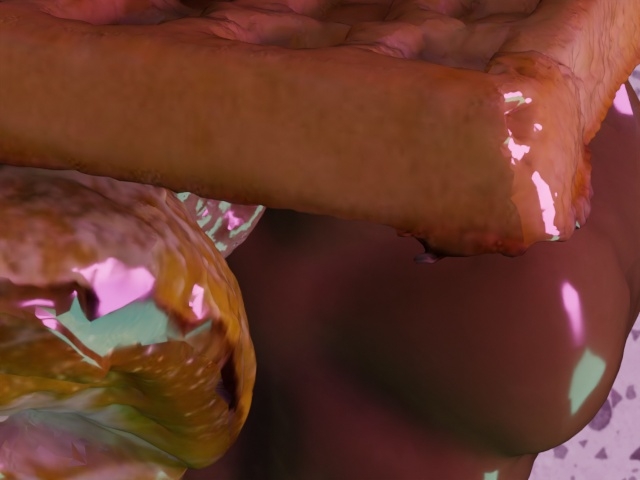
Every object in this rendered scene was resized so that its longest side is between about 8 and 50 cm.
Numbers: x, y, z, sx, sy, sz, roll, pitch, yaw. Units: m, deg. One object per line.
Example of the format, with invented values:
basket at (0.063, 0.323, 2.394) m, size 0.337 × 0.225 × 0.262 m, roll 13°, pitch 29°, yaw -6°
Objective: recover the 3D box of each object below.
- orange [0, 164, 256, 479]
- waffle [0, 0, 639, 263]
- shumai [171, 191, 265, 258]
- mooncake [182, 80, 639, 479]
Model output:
orange at (-0.186, 0.066, 0.880) m, size 0.369 × 0.271 × 0.210 m, roll -54°, pitch -143°, yaw 39°
waffle at (-0.027, -0.097, 0.801) m, size 0.304 × 0.348 × 0.077 m, roll -48°, pitch 145°, yaw -61°
shumai at (-0.122, -0.055, 0.982) m, size 0.201 × 0.201 × 0.120 m, roll -54°, pitch -171°, yaw 8°
mooncake at (0.000, 0.000, 1.196) m, size 0.467 × 0.467 × 0.262 m, roll -55°, pitch 174°, yaw 32°
